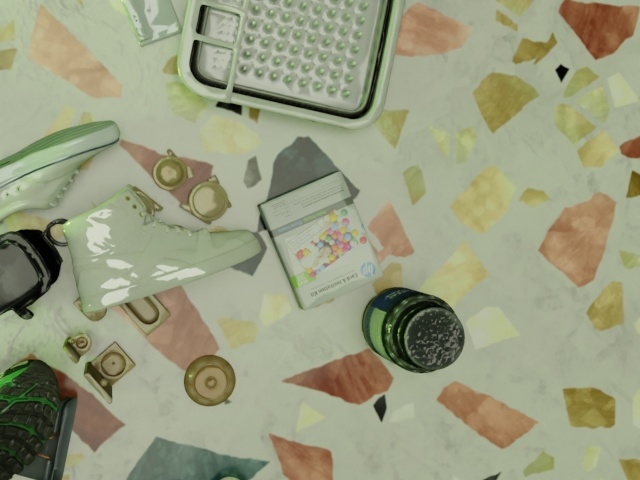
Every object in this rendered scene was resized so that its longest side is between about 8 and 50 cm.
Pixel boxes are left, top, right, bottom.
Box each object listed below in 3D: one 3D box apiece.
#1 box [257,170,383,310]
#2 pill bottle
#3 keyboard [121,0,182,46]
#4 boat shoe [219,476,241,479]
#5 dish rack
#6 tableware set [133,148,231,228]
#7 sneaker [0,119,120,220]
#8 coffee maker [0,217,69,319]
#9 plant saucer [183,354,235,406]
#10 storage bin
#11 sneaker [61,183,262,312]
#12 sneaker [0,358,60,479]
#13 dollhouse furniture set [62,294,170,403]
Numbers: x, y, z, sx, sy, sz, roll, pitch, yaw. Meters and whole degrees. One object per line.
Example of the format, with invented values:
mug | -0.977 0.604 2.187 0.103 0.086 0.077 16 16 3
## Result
box | 0.000 0.000 1.617 0.145 0.038 0.186 -23 97 -10
pill bottle | 0.146 0.140 1.557 0.123 0.219 0.123 0 91 -11
keyboard | -0.295 -0.435 1.560 0.072 0.014 0.256 -23 96 -15
boat shoe | -0.154 0.536 1.589 0.099 0.116 0.319 20 78 -54
dish rack | -0.046 -0.336 1.582 0.333 0.072 0.285 11 89 -11
tableware set | -0.235 -0.054 1.578 0.141 0.020 0.168 44 82 -10
sneaker | -0.415 -0.099 1.515 0.258 0.094 0.091 -25 115 -5
coffee maker | -0.439 0.031 1.458 0.120 0.178 0.171 33 85 -11
plant saucer | -0.176 0.225 1.599 0.083 0.015 0.083 0 92 -11
storage bin | -0.433 0.300 1.516 0.091 0.098 0.135 10 90 -1
sneaker | -0.238 -0.012 1.508 0.292 0.108 0.169 -17 91 -26
sneaker | -0.519 0.292 1.443 0.343 0.146 0.134 -44 134 4
dollhouse furniture set | -0.310 0.135 1.514 0.151 0.123 0.144 -41 99 -8
